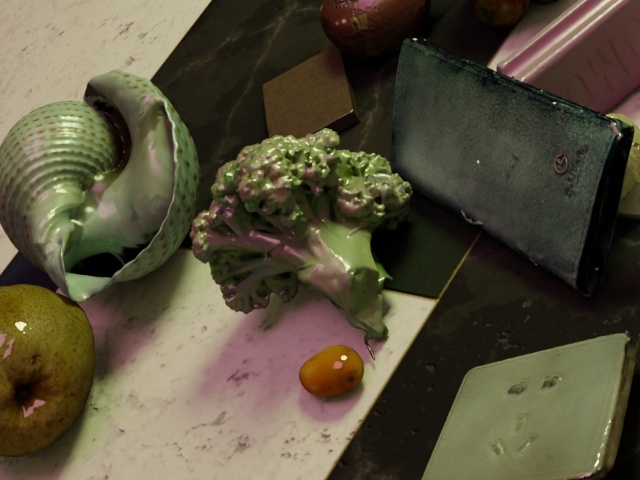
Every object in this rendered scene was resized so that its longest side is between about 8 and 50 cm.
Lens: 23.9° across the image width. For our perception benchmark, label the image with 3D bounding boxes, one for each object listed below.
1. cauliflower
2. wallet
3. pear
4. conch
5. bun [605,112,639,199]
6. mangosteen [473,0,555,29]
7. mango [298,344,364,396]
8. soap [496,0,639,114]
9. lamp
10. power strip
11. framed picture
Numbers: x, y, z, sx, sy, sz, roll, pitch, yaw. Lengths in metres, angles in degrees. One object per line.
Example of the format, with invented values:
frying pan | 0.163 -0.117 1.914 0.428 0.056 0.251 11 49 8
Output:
cauliflower | 0.000 0.000 1.741 0.256 0.239 0.315 -12 47 -29
wallet | 0.195 -0.094 1.683 0.046 0.190 0.379 -5 23 -31
pear | -0.379 0.164 1.870 0.228 0.188 0.211 -42 34 -6
conch | -0.279 -0.055 2.005 0.303 0.215 0.319 -27 63 17
bun | 0.307 -0.083 1.642 0.115 0.069 0.115 -41 34 35
mangosteen | 0.236 -0.392 1.927 0.210 0.210 0.210 -23 39 21
mango | 0.010 0.146 1.679 0.089 0.046 0.060 -10 49 49
soap | 0.311 -0.209 1.727 0.203 0.122 0.065 -40 38 1
lamp | 0.069 -0.327 2.046 0.156 0.135 0.157 13 62 47
power strip | 0.209 0.188 1.444 0.198 0.064 0.213 -14 30 32
framed picture | -0.015 -0.189 2.068 0.128 0.023 0.168 -27 38 14
